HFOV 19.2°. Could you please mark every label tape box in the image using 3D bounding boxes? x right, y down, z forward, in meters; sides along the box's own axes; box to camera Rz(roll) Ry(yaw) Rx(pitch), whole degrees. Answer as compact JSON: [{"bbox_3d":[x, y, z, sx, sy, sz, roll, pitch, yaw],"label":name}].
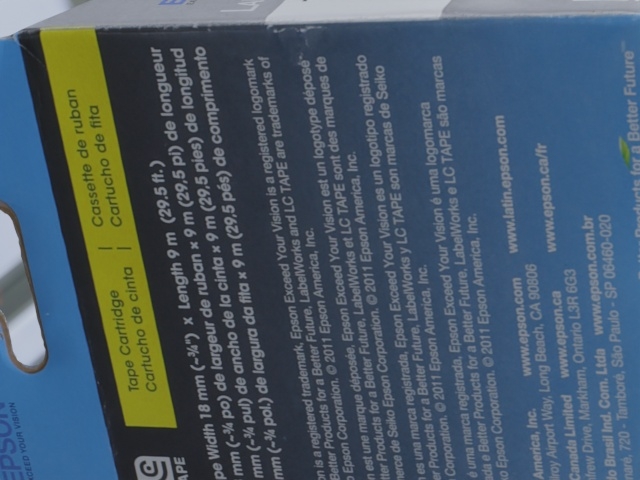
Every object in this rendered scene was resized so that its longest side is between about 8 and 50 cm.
[{"bbox_3d":[0.000,0.000,0.818,0.333,0.106,0.241,1,-62,19],"label":"label tape box"}]
